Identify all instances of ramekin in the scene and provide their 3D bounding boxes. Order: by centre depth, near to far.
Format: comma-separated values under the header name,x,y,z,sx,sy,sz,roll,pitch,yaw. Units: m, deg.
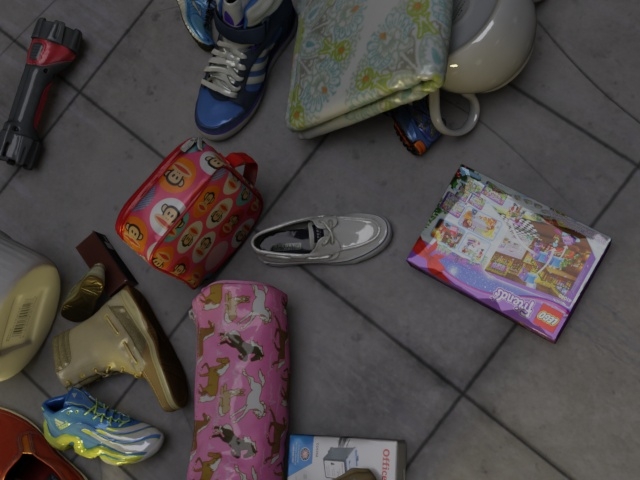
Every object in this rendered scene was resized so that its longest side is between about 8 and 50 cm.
name,x,y,z,sx,sy,sz,roll,pitch,yaw
ramekin,-0.603,0.127,1.760,0.135,0.277,0.277,21,83,10

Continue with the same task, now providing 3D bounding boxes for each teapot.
name,x,y,z,sx,sy,sz,roll,pitch,yaw
teapot,0.285,-0.350,1.685,0.256,0.187,0.253,-31,44,28

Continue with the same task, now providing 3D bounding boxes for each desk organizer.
name,x,y,z,sx,sy,sz,roll,pitch,yaw
desk organizer,-0.416,0.048,1.842,0.050,0.047,0.130,-40,71,5

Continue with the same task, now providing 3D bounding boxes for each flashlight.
name,x,y,z,sx,sy,sz,roll,pitch,yaw
flashlight,-0.577,-0.297,1.944,0.103,0.103,0.304,16,85,-16

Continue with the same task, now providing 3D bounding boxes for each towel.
name,x,y,z,sx,sy,sz,roll,pitch,yaw
towel,0.087,-0.367,1.692,0.374,0.090,0.321,-16,63,46

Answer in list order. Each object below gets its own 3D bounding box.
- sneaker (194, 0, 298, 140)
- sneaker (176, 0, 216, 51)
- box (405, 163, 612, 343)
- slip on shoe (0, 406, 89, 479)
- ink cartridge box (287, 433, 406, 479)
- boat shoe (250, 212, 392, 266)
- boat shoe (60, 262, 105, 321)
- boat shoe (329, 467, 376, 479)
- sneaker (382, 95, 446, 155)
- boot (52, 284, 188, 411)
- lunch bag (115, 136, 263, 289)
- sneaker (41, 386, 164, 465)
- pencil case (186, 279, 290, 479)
name,x,y,z,sx,sy,sz,roll,pitch,yaw
sneaker,-0.169,-0.363,1.772,0.130,0.236,0.323,30,86,19
sneaker,-0.240,-0.457,1.907,0.073,0.063,0.162,-22,73,5
box,0.323,0.020,1.646,0.293,0.057,0.201,29,85,19
slip on shoe,-0.563,0.409,1.768,0.331,0.101,0.123,32,88,21
ink cartridge box,0.044,0.405,1.618,0.190,0.082,0.140,-1,77,16
boat shoe,0.000,0.000,1.722,0.258,0.084,0.095,-13,74,12
boat shoe,-0.451,0.102,1.815,0.056,0.153,0.048,25,42,-15
boat shoe,-0.043,0.452,1.534,0.302,0.113,0.103,-14,62,-2
sneaker,0.154,-0.262,1.756,0.087,0.083,0.221,-29,78,-5
boot,-0.376,0.239,1.760,0.203,0.095,0.262,-33,70,5
lunch bag,-0.211,-0.055,1.682,0.120,0.293,0.258,38,85,18
sneaker,-0.407,0.334,1.721,0.240,0.126,0.091,0,39,16
pencil case,-0.143,0.267,1.648,0.167,0.160,0.386,-14,69,36
